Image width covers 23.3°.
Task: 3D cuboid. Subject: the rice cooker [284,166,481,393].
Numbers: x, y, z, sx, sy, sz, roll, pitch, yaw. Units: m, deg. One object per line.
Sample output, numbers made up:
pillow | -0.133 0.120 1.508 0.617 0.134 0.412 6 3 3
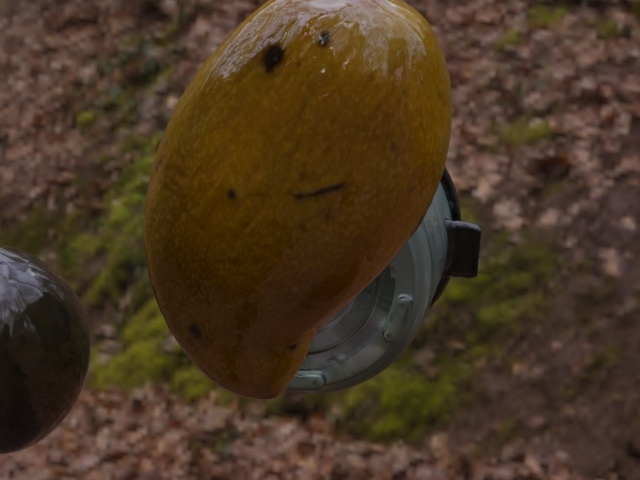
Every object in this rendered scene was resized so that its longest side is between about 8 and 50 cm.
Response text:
rice cooker | 0.000 0.000 1.381 0.280 0.241 0.227 5 16 11

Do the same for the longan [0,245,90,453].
longan | -0.302 0.097 1.416 0.198 0.198 0.212 8 10 -23

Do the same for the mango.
mango | -0.020 -0.027 0.887 0.157 0.262 0.109 26 16 6
